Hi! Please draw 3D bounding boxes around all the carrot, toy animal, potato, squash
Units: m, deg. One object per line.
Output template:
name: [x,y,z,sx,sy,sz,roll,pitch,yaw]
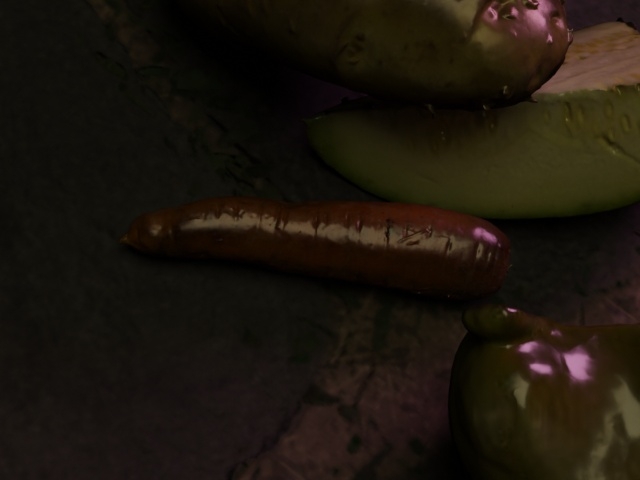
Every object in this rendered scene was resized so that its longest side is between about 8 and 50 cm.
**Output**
carrot: [0.000,0.000,0.961,0.248,0.059,0.059,6,64,-7]
toy animal: [0.168,0.201,0.830,0.181,0.180,0.362,-1,66,-14]
potato: [0.028,-0.179,0.972,0.296,0.141,0.191,34,62,25]
squash: [0.136,-0.057,0.985,0.252,0.169,0.093,-19,115,-21]
